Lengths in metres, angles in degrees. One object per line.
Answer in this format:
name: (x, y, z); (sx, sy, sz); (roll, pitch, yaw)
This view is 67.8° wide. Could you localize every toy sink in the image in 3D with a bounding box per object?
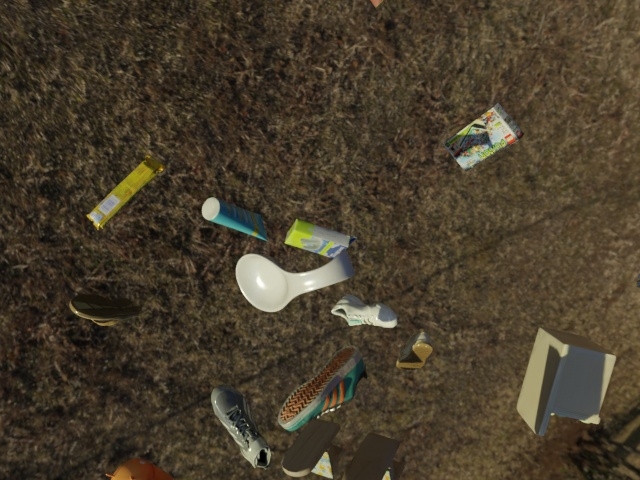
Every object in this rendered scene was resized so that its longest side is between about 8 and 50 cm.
toy sink: (0.600, 0.355, 1.169); (0.153, 0.131, 0.233); (-51, 154, -84)

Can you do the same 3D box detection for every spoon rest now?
spoon rest: (-0.070, 0.077, 0.970); (0.084, 0.277, 0.137); (-36, 108, -54)

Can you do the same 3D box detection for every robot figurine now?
robot figurine: (-0.485, 0.683, 1.309); (0.128, 0.158, 0.219); (-38, 132, -11)

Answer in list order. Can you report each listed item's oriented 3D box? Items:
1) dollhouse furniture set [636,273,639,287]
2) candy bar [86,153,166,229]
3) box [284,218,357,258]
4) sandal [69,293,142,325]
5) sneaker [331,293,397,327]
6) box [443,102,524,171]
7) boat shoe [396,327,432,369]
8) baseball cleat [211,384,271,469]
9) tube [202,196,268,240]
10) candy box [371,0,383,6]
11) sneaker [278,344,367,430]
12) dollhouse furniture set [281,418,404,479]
dollhouse furniture set: (0.644, 0.003, 0.743); (0.287, 0.304, 0.197); (-8, 98, -38)
candy bar: (-0.345, -0.086, 0.843); (0.161, 0.040, 0.018); (-49, -179, -12)
box: (0.000, 0.000, 1.333); (0.179, 0.109, 0.042); (18, 65, -12)
sandal: (-0.468, 0.158, 1.041); (0.049, 0.072, 0.180); (-51, 159, 6)
sneaker: (0.128, 0.231, 1.436); (0.094, 0.212, 0.080); (-30, 120, -40)
box: (0.455, -0.287, 1.347); (0.114, 0.207, 0.036); (49, 60, -3)
boat shoe: (0.237, 0.273, 1.191); (0.063, 0.059, 0.170); (15, 143, -6)
baseball cleat: (-0.159, 0.401, 1.023); (0.072, 0.110, 0.205); (-36, 111, -25)
tube: (-0.198, -0.052, 1.155); (0.052, 0.080, 0.207); (-23, 159, 23)
candy box: (0.261, -0.709, 1.140); (0.317, 0.183, 0.087); (-38, 102, -12)
sneaker: (0.022, 0.433, 1.326); (0.302, 0.108, 0.121); (-38, 110, -25)
dollhouse furniture set: (0.114, 0.592, 0.879); (0.256, 0.395, 0.361); (-38, 123, -53)
